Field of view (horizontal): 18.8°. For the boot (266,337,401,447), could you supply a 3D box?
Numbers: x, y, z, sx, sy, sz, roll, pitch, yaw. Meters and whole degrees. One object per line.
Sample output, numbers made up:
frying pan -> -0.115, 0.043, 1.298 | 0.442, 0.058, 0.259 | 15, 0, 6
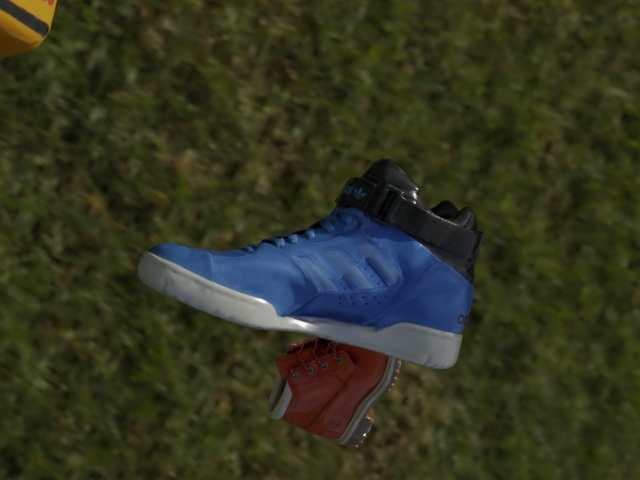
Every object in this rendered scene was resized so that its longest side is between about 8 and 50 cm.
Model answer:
boot -> 0.014, 0.090, 1.460 | 0.085, 0.059, 0.158 | 17, 126, -11

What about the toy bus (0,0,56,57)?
toy bus -> -0.351, -0.196, 1.371 | 0.108, 0.333, 0.130 | 29, 70, -62

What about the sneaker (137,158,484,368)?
sneaker -> 0.000, 0.000, 0.847 | 0.152, 0.058, 0.084 | 14, 93, -16
